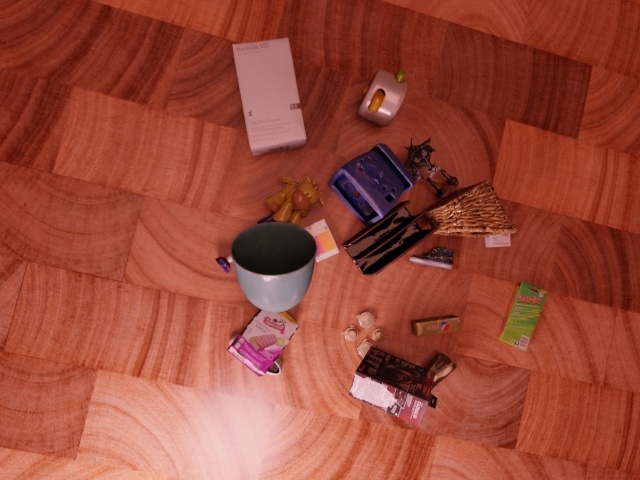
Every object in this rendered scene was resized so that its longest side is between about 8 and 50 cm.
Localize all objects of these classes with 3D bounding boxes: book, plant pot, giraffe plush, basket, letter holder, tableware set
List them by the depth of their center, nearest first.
[{"bbox_3d":[-0.160,0.112,1.575,0.294,0.292,0.235,-4,128,-7],"label":"plant pot"},{"bbox_3d":[-0.072,-0.154,1.628,0.182,0.171,0.210,32,67,-33],"label":"giraffe plush"},{"bbox_3d":[0.537,-0.068,1.660,0.214,0.299,0.222,-31,93,-8],"label":"basket"},{"bbox_3d":[0.198,-0.217,1.662,0.212,0.236,0.236,-41,93,-12],"label":"plant pot"},{"bbox_3d":[0.260,-0.011,1.667,0.302,0.214,0.152,-36,93,-7],"label":"letter holder"},{"bbox_3d":[0.000,0.000,1.727,0.097,0.035,0.144,-24,91,-4],"label":"book"},{"bbox_3d":[0.179,0.371,1.743,0.141,0.020,0.168,-40,95,-6],"label":"tableware set"}]

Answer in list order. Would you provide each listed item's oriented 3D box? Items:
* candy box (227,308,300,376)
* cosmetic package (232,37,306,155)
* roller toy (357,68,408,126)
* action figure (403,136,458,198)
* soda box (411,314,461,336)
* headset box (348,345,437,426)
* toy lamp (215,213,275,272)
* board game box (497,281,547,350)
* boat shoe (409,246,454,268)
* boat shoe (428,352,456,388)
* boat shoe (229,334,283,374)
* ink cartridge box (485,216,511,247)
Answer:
[{"bbox_3d":[-0.204,0.353,1.622,0.159,0.071,0.233,41,56,-5],"label":"candy box"},{"bbox_3d":[-0.190,-0.532,1.657,0.218,0.156,0.384,-12,91,-5],"label":"cosmetic package"},{"bbox_3d":[0.229,-0.544,1.690,0.147,0.191,0.209,25,74,-6],"label":"roller toy"},{"bbox_3d":[0.408,-0.291,1.736,0.276,0.141,0.164,42,86,-20],"label":"action figure"},{"bbox_3d":[0.458,0.338,1.757,0.182,0.061,0.058,-7,90,-7],"label":"soda box"},{"bbox_3d":[0.277,0.522,1.596,0.294,0.218,0.110,18,107,16],"label":"headset box"},{"bbox_3d":[-0.270,0.005,1.670,0.275,0.080,0.080,-40,93,-7],"label":"toy lamp"},{"bbox_3d":[0.830,0.308,1.819,0.124,0.039,0.259,23,88,-7],"label":"board game box"},{"bbox_3d":[0.445,0.060,1.768,0.184,0.065,0.083,10,84,-12],"label":"boat shoe"},{"bbox_3d":[0.408,0.543,1.743,0.258,0.095,0.095,-39,69,-5],"label":"boat shoe"},{"bbox_3d":[-0.238,0.429,1.658,0.228,0.081,0.079,33,85,-5],"label":"boat shoe"},{"bbox_3d":[0.722,-0.033,1.807,0.089,0.052,0.122,-4,90,-7],"label":"ink cartridge box"}]
